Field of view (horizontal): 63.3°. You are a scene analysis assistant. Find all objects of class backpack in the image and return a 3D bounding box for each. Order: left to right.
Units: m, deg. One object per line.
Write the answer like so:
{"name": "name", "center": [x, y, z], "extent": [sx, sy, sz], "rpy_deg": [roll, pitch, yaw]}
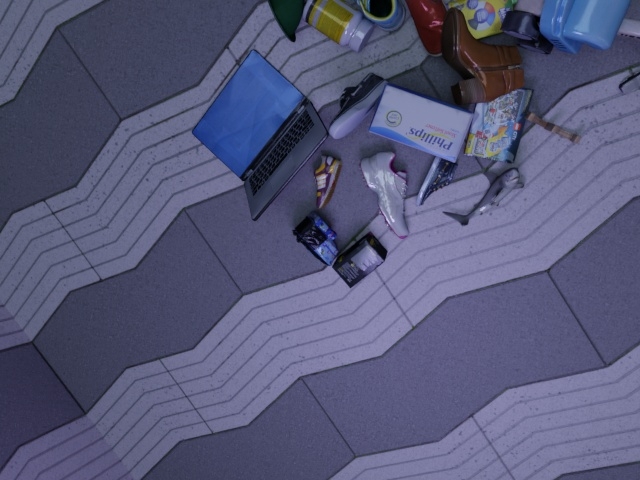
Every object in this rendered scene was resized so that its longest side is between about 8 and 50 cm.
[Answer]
{"name": "backpack", "center": [0.000, 0.000, 1.816], "extent": [0.117, 0.158, 0.173], "rpy_deg": [-44, 105, 2]}

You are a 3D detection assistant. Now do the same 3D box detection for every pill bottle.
{"name": "pill bottle", "center": [0.058, -0.691, 1.632], "extent": [0.208, 0.119, 0.119], "rpy_deg": [35, 109, 3]}

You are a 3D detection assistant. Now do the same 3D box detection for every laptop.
{"name": "laptop", "center": [-0.220, -0.355, 1.732], "extent": [0.236, 0.408, 0.382], "rpy_deg": [30, 114, -32]}

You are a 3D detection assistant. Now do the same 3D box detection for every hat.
{"name": "hat", "center": [-0.054, -0.756, 1.612], "extent": [0.183, 0.173, 0.209], "rpy_deg": [-22, 99, 18]}

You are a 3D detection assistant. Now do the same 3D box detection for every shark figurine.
{"name": "shark figurine", "center": [0.543, -0.160, 1.694], "extent": [0.278, 0.166, 0.116], "rpy_deg": [-47, 65, 36]}

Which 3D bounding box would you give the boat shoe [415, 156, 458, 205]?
{"name": "boat shoe", "center": [0.384, -0.186, 1.721], "extent": [0.083, 0.065, 0.184], "rpy_deg": [25, 108, 7]}

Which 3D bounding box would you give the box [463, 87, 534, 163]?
{"name": "box", "center": [0.560, -0.373, 1.643], "extent": [0.159, 0.044, 0.233], "rpy_deg": [13, 107, 9]}

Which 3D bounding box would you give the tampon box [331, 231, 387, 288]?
{"name": "tampon box", "center": [0.139, 0.065, 1.815], "extent": [0.161, 0.120, 0.101], "rpy_deg": [-40, 94, 19]}

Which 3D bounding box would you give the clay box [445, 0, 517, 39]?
{"name": "clay box", "center": [0.496, -0.681, 1.571], "extent": [0.221, 0.053, 0.128], "rpy_deg": [-12, 102, 16]}

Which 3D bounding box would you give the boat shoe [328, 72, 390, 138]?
{"name": "boat shoe", "center": [0.104, -0.432, 1.626], "extent": [0.102, 0.301, 0.108], "rpy_deg": [39, 153, 7]}

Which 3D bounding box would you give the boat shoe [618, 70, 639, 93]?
{"name": "boat shoe", "center": [0.948, -0.478, 1.531], "extent": [0.125, 0.038, 0.046], "rpy_deg": [-32, 115, 20]}

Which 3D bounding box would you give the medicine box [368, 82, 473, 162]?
{"name": "medicine box", "center": [0.307, -0.363, 1.573], "extent": [0.263, 0.289, 0.149], "rpy_deg": [21, 108, 6]}

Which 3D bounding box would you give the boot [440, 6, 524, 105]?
{"name": "boot", "center": [0.483, -0.552, 1.522], "extent": [0.220, 0.109, 0.284], "rpy_deg": [-17, 98, -9]}

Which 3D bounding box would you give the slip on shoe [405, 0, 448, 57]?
{"name": "slip on shoe", "center": [0.306, -0.713, 1.560], "extent": [0.123, 0.101, 0.332], "rpy_deg": [-8, 105, 48]}

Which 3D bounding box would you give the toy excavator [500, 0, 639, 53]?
{"name": "toy excavator", "center": [0.787, -0.594, 1.420], "extent": [0.445, 0.432, 0.223], "rpy_deg": [31, 112, 33]}

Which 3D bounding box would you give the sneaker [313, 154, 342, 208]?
{"name": "sneaker", "center": [0.009, -0.204, 1.807], "extent": [0.083, 0.069, 0.186], "rpy_deg": [25, 103, 15]}

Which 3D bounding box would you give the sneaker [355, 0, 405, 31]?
{"name": "sneaker", "center": [0.125, -0.770, 1.549], "extent": [0.319, 0.208, 0.127], "rpy_deg": [43, 111, 0]}

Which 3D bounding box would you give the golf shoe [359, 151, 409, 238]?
{"name": "golf shoe", "center": [0.245, -0.155, 1.740], "extent": [0.140, 0.115, 0.307], "rpy_deg": [-24, 99, 14]}

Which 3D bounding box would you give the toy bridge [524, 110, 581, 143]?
{"name": "toy bridge", "center": [0.714, -0.349, 1.603], "extent": [0.188, 0.063, 0.026], "rpy_deg": [23, 109, -9]}
